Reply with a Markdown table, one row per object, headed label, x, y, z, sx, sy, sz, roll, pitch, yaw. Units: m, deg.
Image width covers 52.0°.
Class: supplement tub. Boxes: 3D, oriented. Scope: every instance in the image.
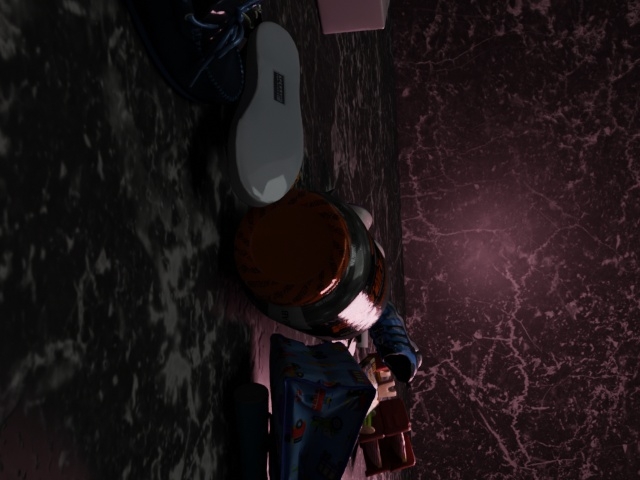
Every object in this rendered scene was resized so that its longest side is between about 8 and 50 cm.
| label | x | y | z | sx | sy | sz | roll | pitch | yaw |
| --- | --- | --- | --- | --- | --- | --- | --- | --- | --- |
| supplement tub | -0.006 | 0.045 | 1.053 | 0.338 | 0.207 | 0.207 | 45 | 46 | -71 |

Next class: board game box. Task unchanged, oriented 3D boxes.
| label | x | y | z | sx | sy | sz | roll | pitch | yaw |
| --- | --- | --- | --- | --- | --- | --- | --- | --- | --- |
| board game box | 0.084 | 0.400 | 1.665 | 0.259 | 0.030 | 0.136 | -21 | 109 | -61 |

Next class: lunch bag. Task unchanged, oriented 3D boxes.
| label | x | y | z | sx | sy | sz | roll | pitch | yaw |
| --- | --- | --- | --- | --- | --- | --- | --- | --- | --- |
| lunch bag | -0.027 | 0.320 | 1.014 | 0.221 | 0.138 | 0.293 | -141 | -120 | -78 |

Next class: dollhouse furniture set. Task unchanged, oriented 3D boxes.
| label | x | y | z | sx | sy | sz | roll | pitch | yaw |
| --- | --- | --- | --- | --- | --- | --- | --- | --- | --- |
| dollhouse furniture set | 0.167 | 0.494 | 1.996 | 0.374 | 0.152 | 0.201 | -102 | 180 | -52 |

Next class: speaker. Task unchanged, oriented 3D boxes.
| label | x | y | z | sx | sy | sz | roll | pitch | yaw |
| --- | --- | --- | --- | --- | --- | --- | --- | --- | --- |
| speaker | 0.108 | 0.236 | 1.868 | 0.055 | 0.055 | 0.136 | 32 | 59 | -75 |

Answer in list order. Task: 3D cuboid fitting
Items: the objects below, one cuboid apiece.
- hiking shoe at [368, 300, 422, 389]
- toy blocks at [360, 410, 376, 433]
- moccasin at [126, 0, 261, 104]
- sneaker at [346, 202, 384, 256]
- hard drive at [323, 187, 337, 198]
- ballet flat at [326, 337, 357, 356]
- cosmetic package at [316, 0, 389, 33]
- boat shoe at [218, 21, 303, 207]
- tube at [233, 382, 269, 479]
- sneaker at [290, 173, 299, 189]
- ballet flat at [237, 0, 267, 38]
| label | x | y | z | sx | sy | sz | roll | pitch | yaw |
| --- | --- | --- | --- | --- | --- | --- | --- | --- | --- |
| hiking shoe | 0.202 | 0.284 | 1.940 | 0.304 | 0.113 | 0.132 | 52 | 23 | -10 |
| toy blocks | 0.110 | 0.439 | 1.802 | 0.123 | 0.054 | 0.148 | 43 | 42 | -38 |
| moccasin | -0.136 | -0.264 | 0.709 | 0.342 | 0.116 | 0.138 | 63 | 29 | -63 |
| sneaker | 0.085 | 0.034 | 1.733 | 0.305 | 0.114 | 0.152 | 62 | 43 | -54 |
| hard drive | 0.000 | 0.000 | 1.419 | 0.255 | 0.054 | 0.172 | -64 | 151 | -64 |
| ballet flat | 0.030 | 0.210 | 1.556 | 0.084 | 0.058 | 0.250 | -62 | 150 | -21 |
| cosmetic package | 0.057 | -0.737 | 1.495 | 0.453 | 0.161 | 0.230 | 77 | 18 | -44 |
| boat shoe | -0.095 | -0.167 | 0.913 | 0.108 | 0.102 | 0.301 | 22 | 55 | -36 |
| tube | -0.101 | 0.316 | 0.989 | 0.080 | 0.052 | 0.207 | -48 | 141 | -62 |
| sneaker | -0.070 | -0.108 | 1.063 | 0.215 | 0.083 | 0.084 | 3 | 84 | -78 |
| ballet flat | -0.118 | -0.361 | 0.911 | 0.203 | 0.074 | 0.074 | 70 | 23 | -61 |
